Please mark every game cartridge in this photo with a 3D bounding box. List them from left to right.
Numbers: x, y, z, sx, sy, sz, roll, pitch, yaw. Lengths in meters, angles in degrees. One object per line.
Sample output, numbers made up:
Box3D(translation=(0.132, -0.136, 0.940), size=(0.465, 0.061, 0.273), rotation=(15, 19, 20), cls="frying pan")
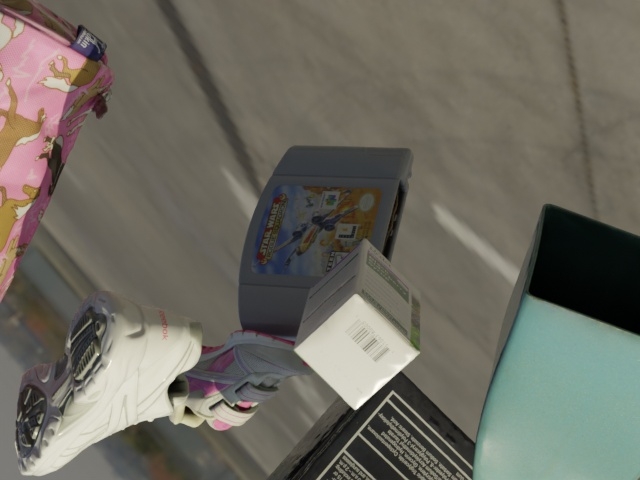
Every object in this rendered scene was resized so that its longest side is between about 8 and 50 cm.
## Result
Box3D(translation=(0.000, 0.000, 1.914), size=(0.198, 0.297, 0.062), rotation=(5, 149, 18), cls="game cartridge")

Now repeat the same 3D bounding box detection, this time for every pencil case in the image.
Box3D(translation=(-0.318, -0.028, 1.247), size=(0.167, 0.386, 0.160), rotation=(27, -175, 9), cls="pencil case")

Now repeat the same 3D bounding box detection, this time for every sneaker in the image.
Box3D(translation=(-0.167, 0.128, 1.154), size=(0.232, 0.115, 0.090), rotation=(-43, 46, 44), cls="sneaker")
Box3D(translation=(-0.100, 0.181, 1.819), size=(0.252, 0.111, 0.103), rotation=(-16, 155, 42), cls="sneaker")

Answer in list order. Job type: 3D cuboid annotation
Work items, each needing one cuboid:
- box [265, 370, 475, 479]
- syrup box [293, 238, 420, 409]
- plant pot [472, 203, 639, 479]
Box3D(translation=(0.066, 0.354, 1.620), size=(0.296, 0.294, 0.183), rotation=(45, 155, -3), cls="box")
Box3D(translation=(0.044, 0.084, 1.564), size=(0.093, 0.096, 0.237), rotation=(45, -167, -7), cls="syrup box")
Box3D(translation=(0.228, 0.126, 1.282), size=(0.166, 0.234, 0.165), rotation=(20, -148, 3), cls="plant pot")
